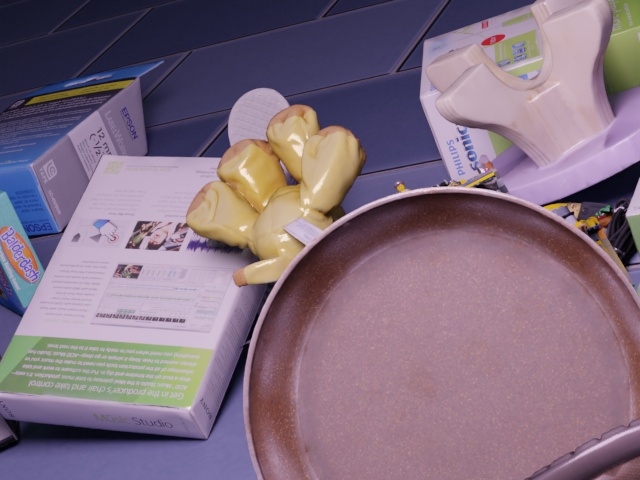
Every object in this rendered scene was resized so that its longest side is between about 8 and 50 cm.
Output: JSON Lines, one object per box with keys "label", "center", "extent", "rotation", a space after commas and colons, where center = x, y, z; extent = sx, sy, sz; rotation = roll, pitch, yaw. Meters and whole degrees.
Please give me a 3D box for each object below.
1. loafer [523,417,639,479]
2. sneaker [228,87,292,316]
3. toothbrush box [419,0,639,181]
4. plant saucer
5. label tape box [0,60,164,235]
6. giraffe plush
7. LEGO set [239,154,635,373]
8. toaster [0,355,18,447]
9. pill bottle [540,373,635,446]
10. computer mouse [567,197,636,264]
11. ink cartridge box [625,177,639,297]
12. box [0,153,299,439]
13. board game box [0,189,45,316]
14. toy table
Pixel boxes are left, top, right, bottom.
{"label": "loafer", "center": [0.155, 0.223, 1.088], "extent": [0.366, 0.130, 0.134], "rotation": [-31, -18, 10]}
{"label": "sneaker", "center": [-0.027, -0.015, 1.842], "extent": [0.102, 0.161, 0.282], "rotation": [-11, 57, 15]}
{"label": "toothbrush box", "center": [0.267, -0.193, 1.934], "extent": [0.283, 0.122, 0.206], "rotation": [-18, 22, 14]}
{"label": "plant saucer", "center": [0.097, 0.117, 1.214], "extent": [0.310, 0.311, 0.050], "rotation": [-16, -4, 15]}
{"label": "label tape box", "center": [-0.390, -0.128, 2.417], "extent": [0.249, 0.115, 0.348], "rotation": [-6, 25, 33]}
{"label": "giraffe plush", "center": [0.000, 0.000, 1.609], "extent": [0.181, 0.170, 0.210], "rotation": [-38, 42, 6]}
{"label": "LEGO set", "center": [0.081, 0.035, 1.399], "extent": [0.331, 0.192, 0.255], "rotation": [-29, -11, 2]}
{"label": "toaster", "center": [-0.417, 0.172, 1.760], "extent": [0.185, 0.110, 0.168], "rotation": [-24, 21, -2]}
{"label": "pill bottle", "center": [0.231, 0.118, 1.264], "extent": [0.216, 0.121, 0.121], "rotation": [-16, 23, 16]}
{"label": "computer mouse", "center": [0.191, 0.002, 1.644], "extent": [0.262, 0.060, 0.184], "rotation": [-2, 30, 39]}
{"label": "ink cartridge box", "center": [0.352, -0.031, 1.563], "extent": [0.109, 0.062, 0.209], "rotation": [-10, 25, 28]}
{"label": "box", "center": [-0.172, 0.048, 1.698], "extent": [0.232, 0.058, 0.322], "rotation": [3, 50, 24]}
{"label": "board game box", "center": [-0.409, 0.003, 2.071], "extent": [0.047, 0.160, 0.210], "rotation": [-31, 24, -22]}
{"label": "toy table", "center": [0.230, -0.146, 1.725], "extent": [0.274, 0.161, 0.252], "rotation": [-23, 18, 42]}
